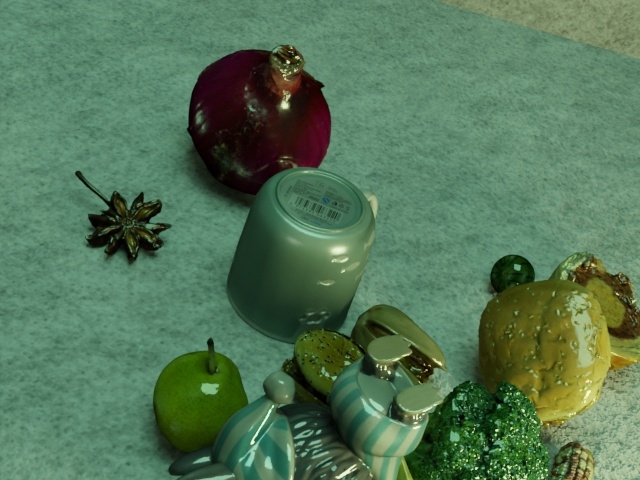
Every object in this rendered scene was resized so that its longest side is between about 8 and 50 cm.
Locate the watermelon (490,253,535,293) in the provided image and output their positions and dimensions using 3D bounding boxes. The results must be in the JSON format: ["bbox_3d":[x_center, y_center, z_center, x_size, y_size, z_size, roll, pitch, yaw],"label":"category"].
[{"bbox_3d":[0.429,0.080,2.300,0.109,0.109,0.109,11,41,-10],"label":"watermelon"}]

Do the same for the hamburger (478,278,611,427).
[{"bbox_3d":[0.432,0.218,2.013,0.259,0.144,0.283,-15,70,19],"label":"hamburger"}]

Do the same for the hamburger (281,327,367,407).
[{"bbox_3d":[0.019,0.238,1.953,0.177,0.113,0.186,7,43,-12],"label":"hamburger"}]

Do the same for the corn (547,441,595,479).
[{"bbox_3d":[0.444,0.466,1.899,0.079,0.079,0.237,29,44,11],"label":"corn"}]

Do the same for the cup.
[{"bbox_3d":[0.000,0.000,2.085,0.259,0.275,0.356,40,45,21],"label":"cup"}]

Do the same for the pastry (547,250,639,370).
[{"bbox_3d":[0.575,0.174,2.202,0.256,0.170,0.237,27,48,-22],"label":"pastry"}]

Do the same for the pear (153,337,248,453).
[{"bbox_3d":[-0.196,0.261,1.767,0.166,0.216,0.180,12,35,-15],"label":"pear"}]

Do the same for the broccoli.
[{"bbox_3d":[0.261,0.390,1.801,0.307,0.275,0.308,3,85,-36],"label":"broccoli"}]

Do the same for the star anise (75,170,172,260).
[{"bbox_3d":[-0.402,-0.056,2.136,0.177,0.073,0.234,-7,63,-16],"label":"star anise"}]

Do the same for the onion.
[{"bbox_3d":[-0.121,-0.294,2.286,0.347,0.385,0.348,9,58,-15],"label":"onion"}]

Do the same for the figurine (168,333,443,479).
[{"bbox_3d":[-0.041,0.348,1.619,0.377,0.361,0.266,-12,50,-29],"label":"figurine"}]

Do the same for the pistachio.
[{"bbox_3d":[0.150,0.214,2.036,0.206,0.131,0.129,39,89,14],"label":"pistachio"}]
